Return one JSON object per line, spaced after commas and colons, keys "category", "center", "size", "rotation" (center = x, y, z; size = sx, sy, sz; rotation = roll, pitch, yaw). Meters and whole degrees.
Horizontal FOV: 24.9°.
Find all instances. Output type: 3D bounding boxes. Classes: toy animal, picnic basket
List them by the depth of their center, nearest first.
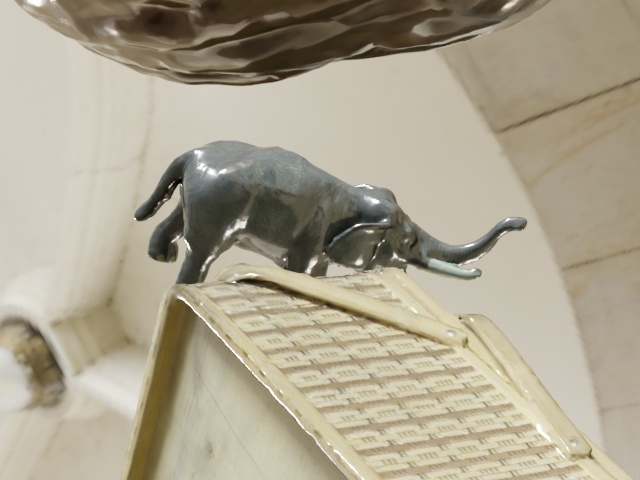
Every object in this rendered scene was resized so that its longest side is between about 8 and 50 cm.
{"category": "picnic basket", "center": [0.032, 0.172, 0.817], "size": [0.313, 0.175, 0.228], "rotation": [42, -55, 45]}
{"category": "toy animal", "center": [0.000, 0.009, 1.041], "size": [0.269, 0.082, 0.137], "rotation": [15, -64, -8]}

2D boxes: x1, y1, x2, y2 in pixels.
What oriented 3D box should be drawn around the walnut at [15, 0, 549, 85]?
{"category": "walnut", "center": [-0.008, -0.129, 0.449], "size": [0.230, 0.178, 0.178], "rotation": [-16, -79, 21]}
